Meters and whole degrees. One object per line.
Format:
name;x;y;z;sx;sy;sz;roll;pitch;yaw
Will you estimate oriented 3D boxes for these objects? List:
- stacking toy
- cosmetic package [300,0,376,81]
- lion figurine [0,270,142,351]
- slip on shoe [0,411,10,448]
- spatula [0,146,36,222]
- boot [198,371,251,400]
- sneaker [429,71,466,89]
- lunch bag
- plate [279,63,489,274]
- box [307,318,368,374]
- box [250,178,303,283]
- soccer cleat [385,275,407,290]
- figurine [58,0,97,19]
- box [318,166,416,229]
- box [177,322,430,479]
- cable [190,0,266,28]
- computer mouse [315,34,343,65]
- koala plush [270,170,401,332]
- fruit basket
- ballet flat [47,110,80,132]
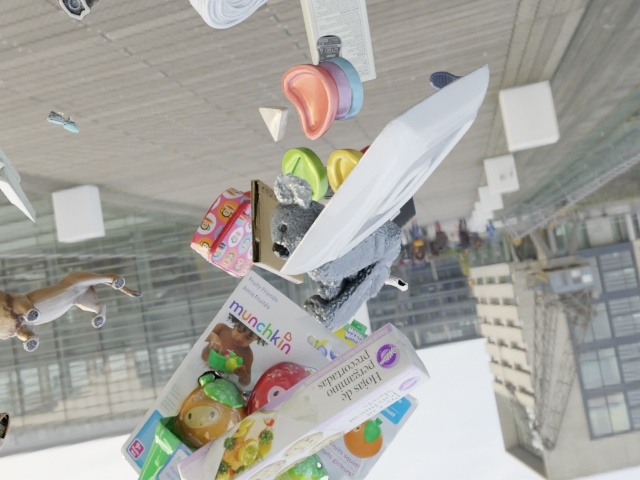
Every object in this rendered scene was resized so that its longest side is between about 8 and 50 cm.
stacking toy;0.022;-0.226;1.367;0.130;0.309;0.279;-25;-172;-33
cosmetic package;0.043;-0.579;1.700;0.160;0.310;0.113;-15;-144;-5
lion figurine;-0.672;0.150;1.572;0.392;0.142;0.240;-12;-159;-41
slip on shoe;-0.769;0.472;1.492;0.041;0.136;0.051;-25;129;38
spatula;-0.469;-0.147;0.872;0.019;0.242;0.168;-27;-138;-11
boot;-0.148;0.378;1.291;0.131;0.348;0.260;-36;-163;18
sneaker;0.361;-0.435;1.753;0.144;0.053;0.059;2;-177;-20
lunch bag;-0.250;-0.034;1.927;0.120;0.258;0.293;31;174;20
plate;0.094;-0.079;0.802;0.278;0.045;0.277;-36;168;-47
box;0.034;0.246;1.411;0.105;0.179;0.043;31;157;-9
box;-0.083;-0.012;1.250;0.021;0.165;0.201;-9;163;19
soccer cleat;0.207;0.113;1.772;0.083;0.029;0.036;27;152;13
figurine;-0.616;-0.730;1.776;0.214;0.092;0.209;-32;-152;13
box;0.065;-0.088;1.740;0.293;0.183;0.296;0;-157;33
box;-0.024;0.218;0.758;0.323;0.063;0.067;-35;144;8
cable;-0.187;-0.607;1.440;0.257;0.089;0.257;-45;173;3
computer mouse;0.025;-0.413;1.499;0.105;0.193;0.042;-2;145;6
koala plush;0.000;0.000;1.071;0.203;0.196;0.221;-36;-128;-28
fruit basket;-0.091;0.274;0.912;0.353;0.327;0.165;-55;162;5
ballet flat;-0.764;-0.359;1.889;0.041;0.041;0.114;-11;165;23
